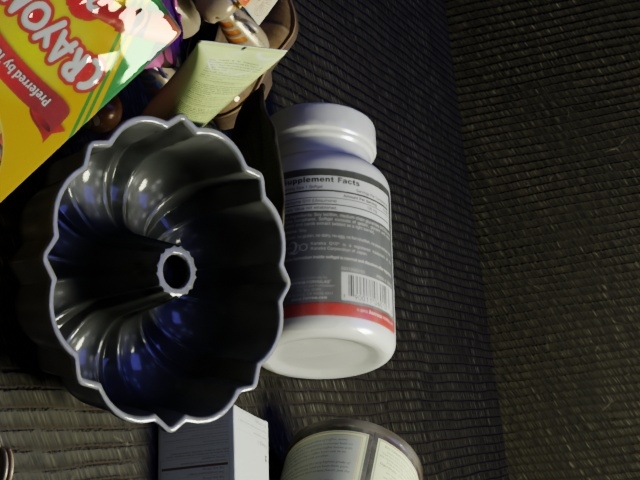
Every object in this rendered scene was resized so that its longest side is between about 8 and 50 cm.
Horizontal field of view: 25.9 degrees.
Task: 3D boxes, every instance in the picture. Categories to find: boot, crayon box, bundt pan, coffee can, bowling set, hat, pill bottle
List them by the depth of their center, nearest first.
[{"bbox_3d":[-0.291,-0.146,1.164,0.081,0.318,0.202,39,-10,39],"label":"crayon box"},{"bbox_3d":[-0.190,0.034,1.477,0.331,0.124,0.331,4,84,-45],"label":"bundt pan"},{"bbox_3d":[-0.219,-0.224,1.561,0.200,0.287,0.154,-61,149,-11],"label":"bowling set"},{"bbox_3d":[-0.139,-0.035,1.697,0.331,0.134,0.331,-177,-90,-77],"label":"hat"},{"bbox_3d":[0.023,0.408,1.893,0.275,0.201,0.201,-73,148,-51],"label":"coffee can"},{"bbox_3d":[-0.114,-0.299,2.012,0.115,0.112,0.305,54,32,-31],"label":"boot"},{"bbox_3d":[0.000,0.000,2.015,0.210,0.210,0.363,47,38,-58],"label":"pill bottle"}]

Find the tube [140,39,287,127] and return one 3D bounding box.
[{"bbox_3d":[-0.123,-0.160,1.462,0.062,0.240,0.070,49,62,-5],"label":"tube"}]

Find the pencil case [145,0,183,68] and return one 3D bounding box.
[{"bbox_3d":[-0.242,-0.209,1.431,0.098,0.209,0.095,-28,114,-82],"label":"pencil case"}]

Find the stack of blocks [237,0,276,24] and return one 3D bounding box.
[{"bbox_3d":[-0.182,-0.374,1.573,0.087,0.297,0.171,-54,151,-5],"label":"stack of blocks"}]

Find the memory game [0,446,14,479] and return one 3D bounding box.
[{"bbox_3d":[-0.288,0.253,1.167,0.012,0.186,0.186,11,65,-30],"label":"memory game"}]

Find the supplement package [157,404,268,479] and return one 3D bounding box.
[{"bbox_3d":[-0.127,0.298,1.667,0.105,0.105,0.179,42,43,-62],"label":"supplement package"}]
